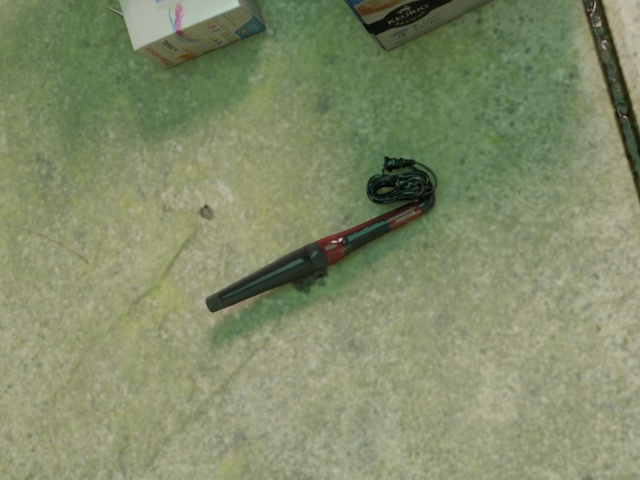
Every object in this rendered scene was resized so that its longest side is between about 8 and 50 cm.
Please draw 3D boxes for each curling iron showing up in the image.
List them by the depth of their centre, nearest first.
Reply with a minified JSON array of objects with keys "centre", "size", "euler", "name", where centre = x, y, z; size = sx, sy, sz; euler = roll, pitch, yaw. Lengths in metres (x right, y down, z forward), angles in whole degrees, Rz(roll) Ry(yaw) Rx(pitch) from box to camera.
[{"centre":[0.000,0.000,1.365],"size":[0.274,0.035,0.068],"euler":[-33,71,7],"name":"curling iron"}]

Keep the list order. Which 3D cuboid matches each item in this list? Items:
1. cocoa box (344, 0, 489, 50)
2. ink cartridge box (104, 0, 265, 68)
[{"centre":[0.074,-0.411,1.302],"size":[0.231,0.228,0.347],"euler":[-24,77,10],"name":"cocoa box"},{"centre":[-0.148,-0.250,1.409],"size":[0.143,0.092,0.090],"euler":[-21,78,12],"name":"ink cartridge box"}]
